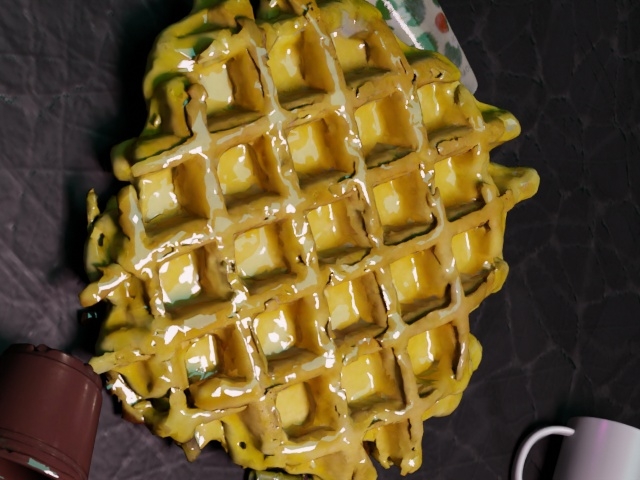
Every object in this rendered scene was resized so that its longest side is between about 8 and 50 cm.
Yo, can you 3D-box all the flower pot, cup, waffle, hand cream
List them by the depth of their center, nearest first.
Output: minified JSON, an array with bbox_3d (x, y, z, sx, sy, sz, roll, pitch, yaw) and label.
[{"bbox_3d":[-0.184,0.118,0.877,0.111,0.111,0.089,42,50,-36],"label":"flower pot"},{"bbox_3d":[0.000,0.000,1.045,0.382,0.095,0.380,27,78,-33],"label":"waffle"},{"bbox_3d":[0.059,-0.208,1.150,0.095,0.059,0.276,-45,116,-30],"label":"hand cream"},{"bbox_3d":[0.252,0.240,1.320,0.099,0.136,0.133,68,39,-67],"label":"cup"}]

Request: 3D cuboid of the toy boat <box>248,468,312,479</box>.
[{"bbox_3d":[-0.018,0.218,1.093,0.115,0.016,0.063,16,78,-43],"label":"toy boat"}]
